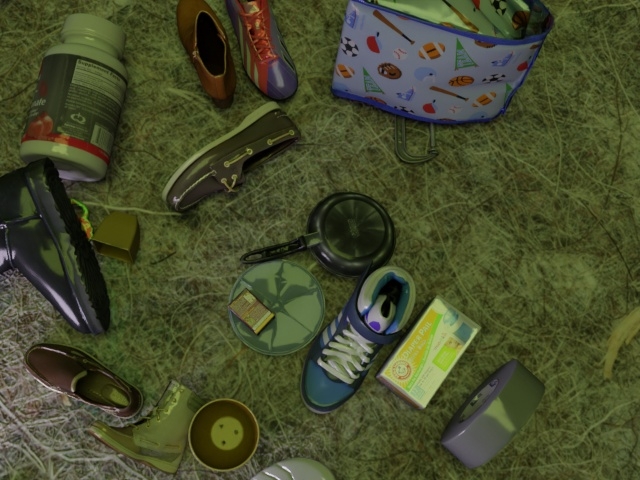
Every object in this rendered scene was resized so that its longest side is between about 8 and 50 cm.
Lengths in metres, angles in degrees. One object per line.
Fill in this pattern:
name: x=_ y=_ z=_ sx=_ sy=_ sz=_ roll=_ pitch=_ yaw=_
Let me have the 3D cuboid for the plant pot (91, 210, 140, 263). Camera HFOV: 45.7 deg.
plant pot: x=-0.414 y=-0.012 z=1.570 sx=0.081 sy=0.081 sz=0.083 roll=18 pitch=67 yaw=1

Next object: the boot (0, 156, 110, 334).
boot: x=-0.681 y=0.075 z=1.493 sx=0.444 sy=0.146 sz=0.367 roll=-19 pitch=98 yaw=-1

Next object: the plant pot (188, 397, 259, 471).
plant pot: x=-0.185 y=0.378 z=1.482 sx=0.134 sy=0.095 sz=0.134 roll=1 pitch=76 yaw=-3

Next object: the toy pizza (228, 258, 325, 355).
toy pizza: x=-0.090 y=0.138 z=1.576 sx=0.201 sy=0.032 sz=0.202 roll=0 pitch=76 yaw=-2

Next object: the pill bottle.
pill bottle: x=-0.501 y=-0.298 z=1.579 sx=0.176 sy=0.176 sz=0.319 roll=9 pitch=77 yaw=-1

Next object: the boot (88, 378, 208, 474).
boot: x=-0.323 y=0.338 z=1.451 sx=0.213 sy=0.077 sz=0.165 roll=39 pitch=71 yaw=-39

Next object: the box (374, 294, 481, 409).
box: x=0.213 y=0.227 z=1.535 sx=0.114 sy=0.103 sz=0.203 roll=36 pitch=78 yaw=5

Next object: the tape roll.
tape roll: x=0.329 y=0.332 z=1.458 sx=0.072 sy=0.219 sz=0.219 roll=42 pitch=78 yaw=6

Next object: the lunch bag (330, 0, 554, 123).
lunch bag: x=0.246 y=-0.412 z=1.565 sx=0.385 sy=0.328 sz=0.239 roll=20 pitch=68 yaw=3

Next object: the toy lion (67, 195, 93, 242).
toy lion: x=-0.518 y=-0.034 z=1.594 sx=0.096 sy=0.034 sz=0.100 roll=24 pitch=76 yaw=-5

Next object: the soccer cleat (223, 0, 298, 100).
soccer cleat: x=-0.137 y=-0.458 z=1.666 sx=0.108 sy=0.116 sz=0.318 roll=-20 pitch=79 yaw=-7

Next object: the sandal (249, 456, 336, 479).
sandal: x=-0.123 y=0.581 z=1.445 sx=0.169 sy=0.102 sz=0.416 roll=40 pitch=91 yaw=21

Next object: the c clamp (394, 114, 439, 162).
c clamp: x=0.231 y=-0.245 z=1.686 sx=0.137 sy=0.022 sz=0.161 roll=6 pitch=76 yaw=-2

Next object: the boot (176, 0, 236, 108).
boot: x=-0.242 y=-0.439 z=1.608 sx=0.104 sy=0.211 sz=0.295 roll=-18 pitch=78 yaw=-8

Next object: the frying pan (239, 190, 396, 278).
frying pan: x=0.005 y=-0.027 z=1.596 sx=0.325 sy=0.053 sz=0.197 roll=9 pitch=69 yaw=-8

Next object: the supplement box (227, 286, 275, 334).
supplement box: x=-0.139 y=0.144 z=1.532 sx=0.083 sy=0.043 sz=0.055 roll=44 pitch=79 yaw=7

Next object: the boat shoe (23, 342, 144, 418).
boat shoe: x=-0.469 y=0.267 z=1.492 sx=0.257 sy=0.095 sz=0.095 roll=22 pitch=77 yaw=2

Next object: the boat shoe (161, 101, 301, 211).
boat shoe: x=-0.185 y=-0.162 z=1.600 sx=0.324 sy=0.117 sz=0.097 roll=-40 pitch=79 yaw=-16

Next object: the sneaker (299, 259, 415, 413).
sneaker: x=0.070 y=0.186 z=1.468 sx=0.130 sy=0.236 sz=0.323 roll=35 pitch=77 yaw=5
